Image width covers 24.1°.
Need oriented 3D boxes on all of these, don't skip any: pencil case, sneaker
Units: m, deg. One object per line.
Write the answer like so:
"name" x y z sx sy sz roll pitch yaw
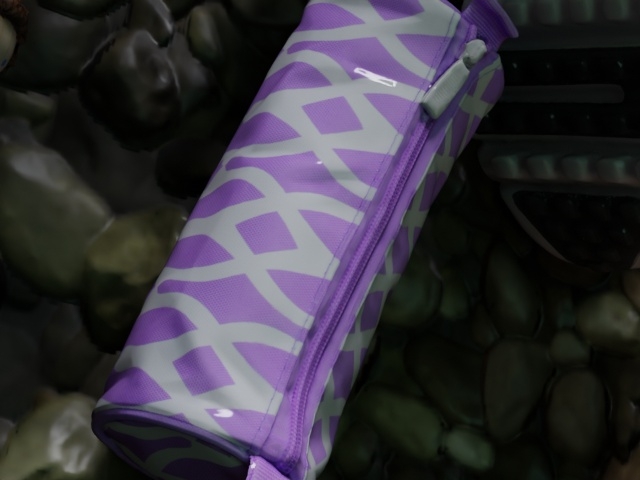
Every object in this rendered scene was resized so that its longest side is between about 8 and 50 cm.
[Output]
"pencil case" 0.000 0.000 0.528 0.086 0.088 0.206 44 62 -39
"sneaker" 0.115 -0.128 0.581 0.118 0.110 0.292 -32 122 -44

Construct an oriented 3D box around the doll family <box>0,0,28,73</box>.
"doll family" -0.183 -0.092 0.388 0.163 0.118 0.263 -53 151 -12
